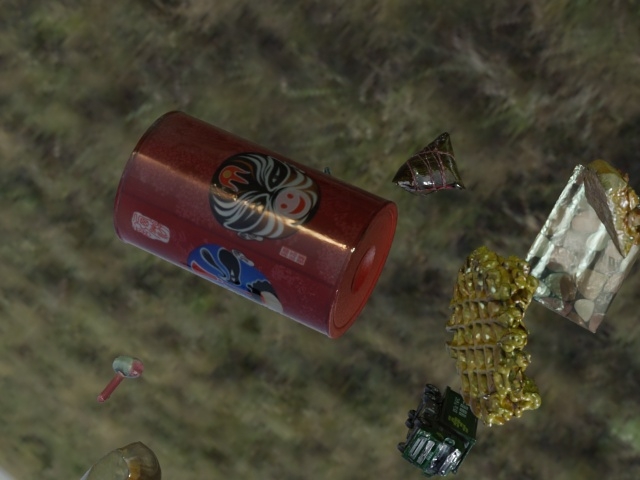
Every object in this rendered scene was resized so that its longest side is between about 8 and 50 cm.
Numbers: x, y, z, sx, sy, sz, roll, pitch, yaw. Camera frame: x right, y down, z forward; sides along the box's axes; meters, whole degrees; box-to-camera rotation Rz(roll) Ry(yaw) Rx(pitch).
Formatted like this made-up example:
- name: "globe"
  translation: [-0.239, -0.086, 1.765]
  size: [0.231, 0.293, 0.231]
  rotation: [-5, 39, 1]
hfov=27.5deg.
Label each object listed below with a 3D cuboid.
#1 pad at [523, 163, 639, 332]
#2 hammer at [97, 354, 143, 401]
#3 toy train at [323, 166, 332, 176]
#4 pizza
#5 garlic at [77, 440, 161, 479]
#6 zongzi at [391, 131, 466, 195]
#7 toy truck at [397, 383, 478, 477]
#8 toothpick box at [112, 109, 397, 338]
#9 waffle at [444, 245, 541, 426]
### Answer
- name: "pad"
  translation: [0.429, 0.011, 2.113]
  size: [0.158, 0.235, 0.003]
  rotation: [29, 174, 9]
- name: "hammer"
  translation: [-0.299, 0.205, 1.918]
  size: [0.052, 0.083, 0.031]
  rotation: [4, 138, 50]
- name: "toy train"
  translation: [0.000, 0.000, 1.914]
  size: [0.089, 0.127, 0.219]
  rotation: [-75, -22, -69]
- name: "pizza"
  translation: [0.390, -0.047, 1.723]
  size: [0.175, 0.046, 0.134]
  rotation: [-87, -27, -84]
- name: "garlic"
  translation: [-0.296, 0.353, 1.925]
  size: [0.195, 0.101, 0.087]
  rotation: [-37, 63, 41]
- name: "zongzi"
  translation: [0.107, -0.073, 1.437]
  size: [0.073, 0.083, 0.067]
  rotation: [153, 99, -77]
- name: "toy truck"
  translation: [0.221, 0.353, 2.428]
  size: [0.121, 0.088, 0.259]
  rotation: [30, -163, 2]
- name: "toothpick box"
  translation: [-0.087, -0.024, 1.770]
  size: [0.333, 0.204, 0.204]
  rotation: [24, 161, 16]
- name: "waffle"
  translation: [0.201, 0.109, 1.482]
  size: [0.197, 0.070, 0.193]
  rotation: [-115, 26, -60]
